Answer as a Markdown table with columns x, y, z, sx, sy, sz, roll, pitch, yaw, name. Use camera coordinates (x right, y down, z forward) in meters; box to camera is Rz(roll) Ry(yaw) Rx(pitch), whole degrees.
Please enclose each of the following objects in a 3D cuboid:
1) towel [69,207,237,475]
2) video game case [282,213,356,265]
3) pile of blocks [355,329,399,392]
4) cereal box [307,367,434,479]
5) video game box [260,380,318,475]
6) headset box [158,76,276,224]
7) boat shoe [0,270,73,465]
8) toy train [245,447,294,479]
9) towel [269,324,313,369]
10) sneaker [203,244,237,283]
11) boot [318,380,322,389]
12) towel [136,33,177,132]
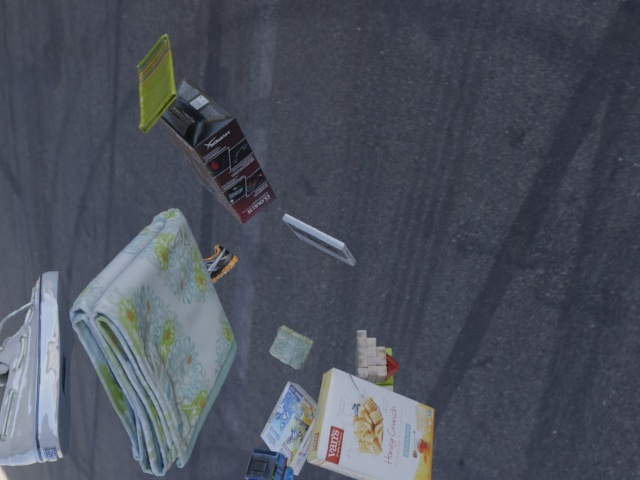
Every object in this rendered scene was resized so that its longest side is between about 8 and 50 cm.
| x | y | z | sx | sy | sz | roll | pitch | yaw | name |
| --- | --- | --- | --- | --- | --- | --- | --- | --- | --- |
| -0.257 | 0.154 | 0.941 | 0.090 | 0.374 | 0.320 | -9 | 113 | 10 | towel |
| 0.000 | 0.000 | 1.514 | 0.191 | 0.173 | 0.022 | 28 | 81 | 20 | video game case |
| 0.141 | 0.350 | 1.305 | 0.148 | 0.113 | 0.362 | -89 | -2 | -51 | pile of blocks |
| 0.102 | 0.362 | 1.028 | 0.047 | 0.240 | 0.172 | -45 | 25 | 48 | cereal box |
| -0.079 | 0.531 | 1.570 | 0.205 | 0.048 | 0.187 | 21 | 86 | 61 | video game box |
| -0.232 | -0.187 | 1.235 | 0.218 | 0.110 | 0.293 | 43 | 167 | 35 | headset box |
| -0.527 | 0.215 | 0.961 | 0.135 | 0.157 | 0.367 | 105 | 154 | -52 | boat shoe |
| -0.117 | 0.529 | 1.138 | 0.080 | 0.105 | 0.184 | -2 | 54 | 26 | toy train |
| -0.081 | 0.297 | 1.507 | 0.110 | 0.027 | 0.148 | 27 | 134 | 3 | towel |
| -0.362 | 0.102 | 1.723 | 0.083 | 0.215 | 0.084 | 51 | 157 | -15 | sneaker |
| 0.043 | 0.504 | 1.742 | 0.121 | 0.045 | 0.099 | 24 | 136 | 14 | boot |
| -0.315 | -0.305 | 1.044 | 0.102 | 0.021 | 0.237 | -43 | 42 | 23 | towel |
